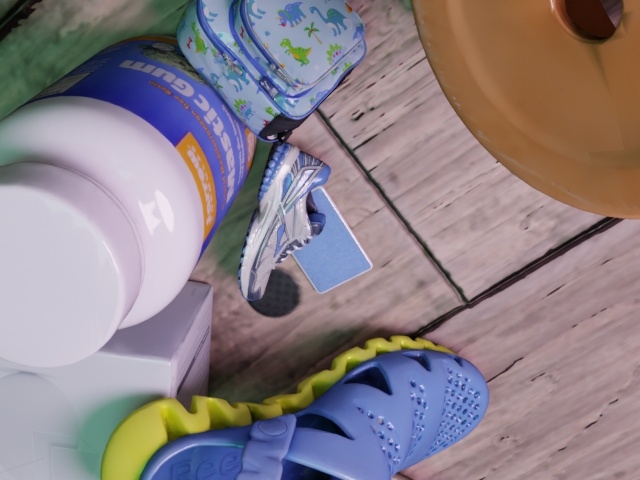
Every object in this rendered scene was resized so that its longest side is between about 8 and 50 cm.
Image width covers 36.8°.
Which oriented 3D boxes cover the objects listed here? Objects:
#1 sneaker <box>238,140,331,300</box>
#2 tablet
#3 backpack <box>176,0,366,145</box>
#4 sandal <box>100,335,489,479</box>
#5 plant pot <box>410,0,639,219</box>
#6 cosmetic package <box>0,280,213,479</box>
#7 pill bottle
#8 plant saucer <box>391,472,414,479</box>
[{"bbox_3d":[-0.027,-0.007,0.747,0.058,0.052,0.135,16,116,-4],"label":"sneaker"},{"bbox_3d":[0.000,0.000,0.778,0.054,0.006,0.083,-27,108,19],"label":"tablet"},{"bbox_3d":[-0.032,-0.143,0.662,0.114,0.105,0.084,44,148,-4],"label":"backpack"},{"bbox_3d":[0.007,0.167,0.720,0.317,0.138,0.126,-15,119,-29],"label":"sandal"},{"bbox_3d":[0.178,-0.140,0.455,0.290,0.203,0.291,34,140,35],"label":"plant pot"},{"bbox_3d":[-0.215,0.147,0.803,0.223,0.138,0.225,8,114,4],"label":"cosmetic package"},{"bbox_3d":[-0.139,-0.034,0.635,0.152,0.272,0.152,3,115,7],"label":"pill bottle"},{"bbox_3d":[0.012,0.308,0.897,0.277,0.041,0.278,3,114,6],"label":"plant saucer"}]
